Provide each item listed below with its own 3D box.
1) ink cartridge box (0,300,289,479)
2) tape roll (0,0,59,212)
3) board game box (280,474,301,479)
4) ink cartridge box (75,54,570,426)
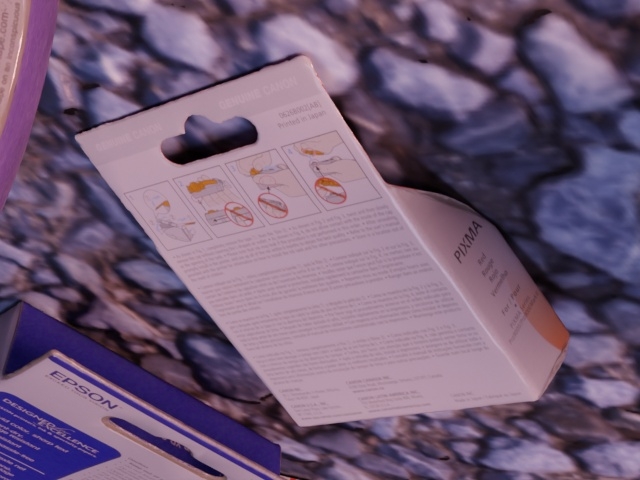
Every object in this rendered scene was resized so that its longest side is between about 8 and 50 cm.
[{"bbox_3d":[-0.153,0.125,0.898,0.176,0.069,0.371,33,150,-22],"label":"ink cartridge box"},{"bbox_3d":[-0.146,-0.063,0.456,0.080,0.189,0.189,15,150,7],"label":"tape roll"},{"bbox_3d":[0.020,0.214,0.968,0.147,0.045,0.193,11,149,12],"label":"board game box"},{"bbox_3d":[0.000,0.000,0.650,0.145,0.045,0.179,-13,120,43],"label":"ink cartridge box"}]
